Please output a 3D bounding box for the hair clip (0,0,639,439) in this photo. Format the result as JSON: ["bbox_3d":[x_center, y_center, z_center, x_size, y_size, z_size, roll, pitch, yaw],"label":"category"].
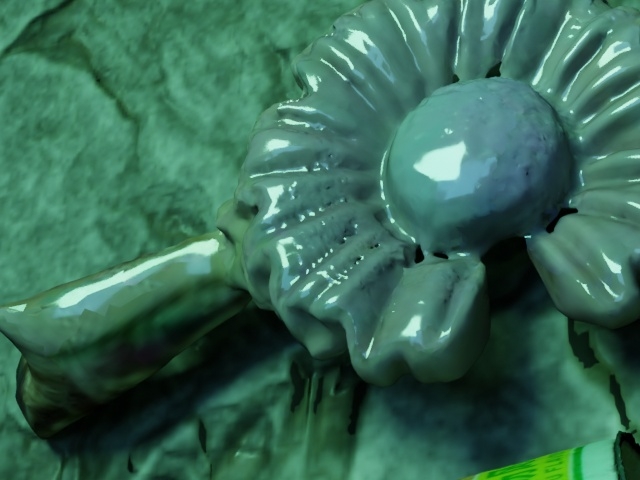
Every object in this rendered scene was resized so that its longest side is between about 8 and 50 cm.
[{"bbox_3d":[-0.005,-0.002,0.719,0.300,0.069,0.173,-25,53,20],"label":"hair clip"}]

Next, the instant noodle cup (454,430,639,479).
[{"bbox_3d":[0.006,0.160,0.546,0.232,0.207,0.207,-23,53,13],"label":"instant noodle cup"}]
